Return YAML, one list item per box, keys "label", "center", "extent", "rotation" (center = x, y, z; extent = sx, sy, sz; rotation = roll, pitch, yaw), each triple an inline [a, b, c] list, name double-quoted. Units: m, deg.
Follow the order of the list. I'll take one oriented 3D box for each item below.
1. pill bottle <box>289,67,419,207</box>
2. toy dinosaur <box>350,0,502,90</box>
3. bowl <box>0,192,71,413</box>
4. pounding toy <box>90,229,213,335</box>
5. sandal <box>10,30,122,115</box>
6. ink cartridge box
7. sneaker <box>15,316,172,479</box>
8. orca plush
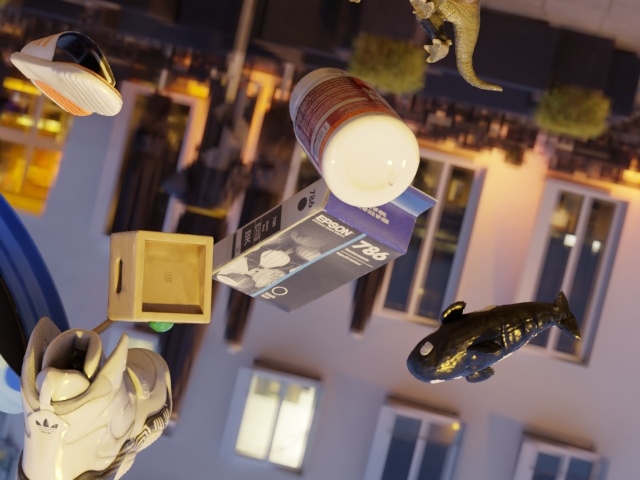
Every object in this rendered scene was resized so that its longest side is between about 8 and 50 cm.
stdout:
- label: "pill bottle"
  center: [0.035, -0.136, 1.591]
  extent: [0.121, 0.121, 0.221]
  rotation: [12, -159, -21]
- label: "toy dinosaur"
  center: [0.127, -0.314, 1.519]
  extent: [0.313, 0.160, 0.121]
  rotation: [37, 140, -5]
- label: "bowl"
  center: [-0.481, 0.070, 1.838]
  extent: [0.077, 0.391, 0.391]
  rotation: [-25, -179, 5]
- label: "pounding toy"
  center: [-0.218, 0.062, 1.605]
  extent: [0.130, 0.141, 0.100]
  rotation: [5, 174, -37]
- label: "sandal"
  center: [-0.284, -0.203, 1.528]
  extent: [0.102, 0.076, 0.265]
  rotation: [45, 166, -32]
- label: "ink cartridge box"
  center: [0.000, 0.000, 1.857]
  extent: [0.165, 0.065, 0.333]
  rotation: [27, 139, -32]
- label: "sneaker"
  center: [-0.284, 0.183, 1.665]
  extent: [0.137, 0.210, 0.366]
  rotation: [11, -155, 10]
- label: "orca plush"
  center: [0.288, 0.178, 2.079]
  extent: [0.287, 0.151, 0.102]
  rotation: [-6, -160, -6]
